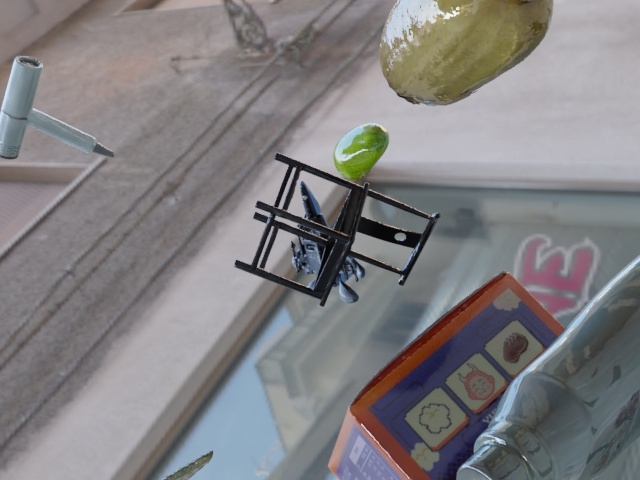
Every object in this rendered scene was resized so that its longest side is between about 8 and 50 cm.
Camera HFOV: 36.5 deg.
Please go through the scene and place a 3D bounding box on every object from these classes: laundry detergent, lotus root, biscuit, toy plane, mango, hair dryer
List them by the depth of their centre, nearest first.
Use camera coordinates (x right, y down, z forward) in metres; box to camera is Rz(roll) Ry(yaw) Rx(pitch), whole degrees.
[{"bbox_3d":[0.155,-0.237,1.043,0.146,0.303,0.131,19,-110,-15],"label":"lotus root"},{"bbox_3d":[0.299,0.180,1.082,0.397,0.124,0.264,-31,-38,-34],"label":"laundry detergent"},{"bbox_3d":[0.057,-0.125,1.328,0.056,0.108,0.073,34,-113,-20],"label":"mango"},{"bbox_3d":[-0.265,0.381,1.407,0.231,0.139,0.016,-21,-108,-48],"label":"biscuit"},{"bbox_3d":[-0.383,-0.179,1.454,0.183,0.044,0.155,13,-62,-20],"label":"hair dryer"},{"bbox_3d":[-0.004,0.004,1.765,0.078,0.169,0.246,-51,-47,-35],"label":"toy plane"}]

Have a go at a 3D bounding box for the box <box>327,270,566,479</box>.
[{"bbox_3d":[0.207,0.279,1.426,0.318,0.257,0.349,-39,-17,-19],"label":"box"}]

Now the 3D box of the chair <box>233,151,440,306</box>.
[{"bbox_3d":[0.025,0.001,1.422,0.141,0.260,0.155,-72,4,-47],"label":"chair"}]
